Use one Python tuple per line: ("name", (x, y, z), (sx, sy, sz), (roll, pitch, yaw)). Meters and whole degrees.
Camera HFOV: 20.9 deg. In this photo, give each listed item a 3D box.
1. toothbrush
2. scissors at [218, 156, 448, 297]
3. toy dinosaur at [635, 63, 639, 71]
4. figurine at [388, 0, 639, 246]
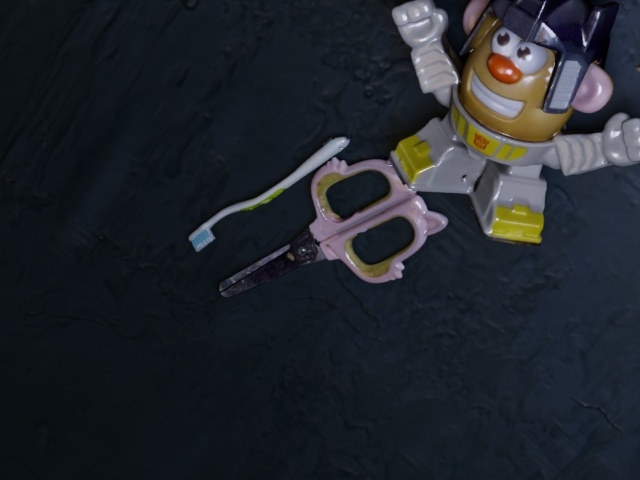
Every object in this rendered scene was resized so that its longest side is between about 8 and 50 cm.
("toothbrush", (-0.064, -0.059, 2.047), (0.263, 0.022, 0.026), (-34, 76, 32))
("scissors", (0.000, 0.000, 2.034), (0.318, 0.024, 0.160), (-26, 96, 31))
("toy dinosaur", (0.426, -0.132, 1.757), (0.251, 0.072, 0.199), (-27, 100, 25))
("figurine", (0.202, -0.156, 1.810), (0.309, 0.143, 0.308), (5, 118, 9))
